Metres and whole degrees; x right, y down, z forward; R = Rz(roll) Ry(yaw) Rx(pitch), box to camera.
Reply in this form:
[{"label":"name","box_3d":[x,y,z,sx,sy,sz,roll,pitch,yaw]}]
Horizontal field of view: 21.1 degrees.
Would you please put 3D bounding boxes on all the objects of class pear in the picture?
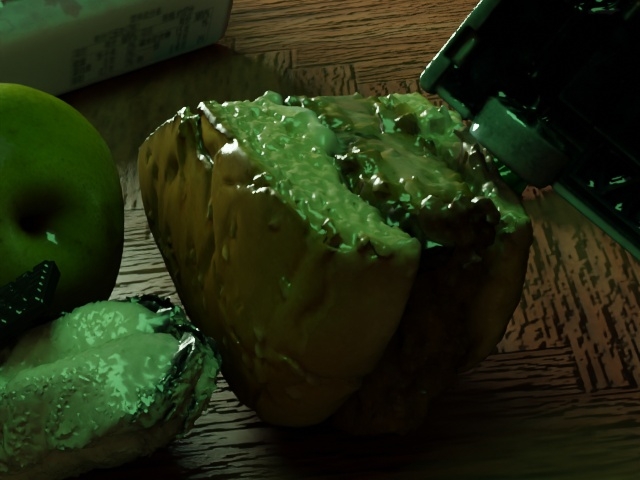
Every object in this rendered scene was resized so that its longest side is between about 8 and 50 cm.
[{"label":"pear","box_3d":[-0.212,-0.004,1.023,0.180,0.166,0.216,-39,13,-31]}]

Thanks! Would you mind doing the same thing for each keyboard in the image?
[{"label":"keyboard","box_3d":[-0.227,0.074,0.906,0.204,0.013,0.061,-30,18,8]}]

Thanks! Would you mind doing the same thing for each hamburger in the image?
[{"label":"hamburger","box_3d":[0.000,0.000,0.931,0.155,0.245,0.282,0,-23,-23]}]

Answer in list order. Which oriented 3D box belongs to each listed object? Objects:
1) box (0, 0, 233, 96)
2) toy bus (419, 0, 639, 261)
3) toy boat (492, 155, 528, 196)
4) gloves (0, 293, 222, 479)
[{"label":"box","box_3d":[-0.271,-0.199,1.405,0.370,0.112,0.190,-23,58,-31]},{"label":"toy bus","box_3d":[0.201,-0.040,0.882,0.271,0.133,0.165,41,10,10]},{"label":"toy boat","box_3d":[0.224,-0.077,1.153,0.229,0.089,0.088,-5,65,3]},{"label":"gloves","box_3d":[-0.120,0.077,0.885,0.153,0.070,0.114,-15,23,25]}]
